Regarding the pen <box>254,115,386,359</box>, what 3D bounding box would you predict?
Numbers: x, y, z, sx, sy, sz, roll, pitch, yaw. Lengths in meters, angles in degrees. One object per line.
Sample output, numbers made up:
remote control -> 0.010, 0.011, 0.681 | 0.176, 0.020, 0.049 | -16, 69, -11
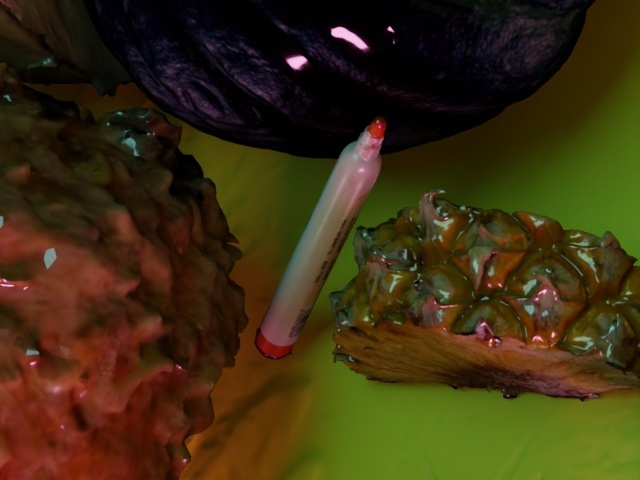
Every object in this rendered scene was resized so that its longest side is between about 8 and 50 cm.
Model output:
pen -> 0.000, 0.000, 0.966 | 0.218, 0.026, 0.026 | 115, 147, -51

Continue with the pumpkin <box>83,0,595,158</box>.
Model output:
pumpkin -> 0.004, -0.222, 0.972 | 0.363, 0.266, 0.363 | -7, 81, 51

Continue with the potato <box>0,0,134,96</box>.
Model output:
potato -> -0.275, -0.192, 1.142 | 0.296, 0.290, 0.397 | -19, 23, 20

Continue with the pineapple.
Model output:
pineapple -> 0.082, 0.028, 0.910 | 0.233, 0.135, 0.080 | 2, 70, 38

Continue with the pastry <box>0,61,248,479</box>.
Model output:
pastry -> -0.242, 0.092, 0.972 | 0.292, 0.337, 0.405 | 18, 91, 69
